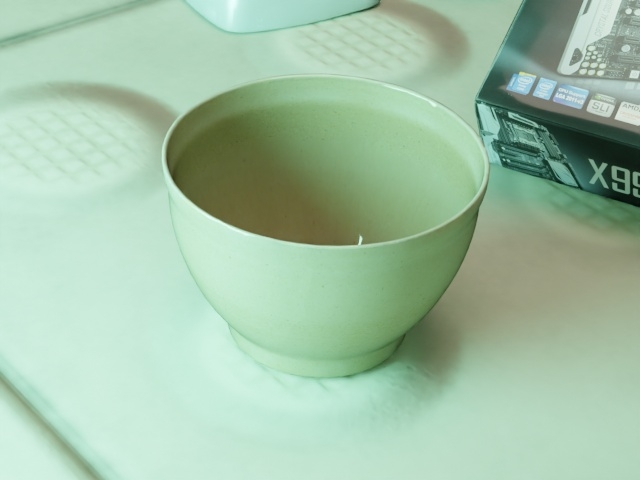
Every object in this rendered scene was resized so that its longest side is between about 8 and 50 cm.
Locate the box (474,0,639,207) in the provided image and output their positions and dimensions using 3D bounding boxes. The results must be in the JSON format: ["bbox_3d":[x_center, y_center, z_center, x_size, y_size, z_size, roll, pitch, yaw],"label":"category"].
[{"bbox_3d":[0.281,-0.118,0.904,0.307,0.076,0.242,19,66,21],"label":"box"}]

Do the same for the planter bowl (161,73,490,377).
[{"bbox_3d":[0.000,0.000,0.770,0.162,0.109,0.162,3,35,-2],"label":"planter bowl"}]

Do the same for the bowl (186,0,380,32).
[{"bbox_3d":[-0.039,-0.214,1.123,0.142,0.053,0.142,-16,39,-23],"label":"bowl"}]
